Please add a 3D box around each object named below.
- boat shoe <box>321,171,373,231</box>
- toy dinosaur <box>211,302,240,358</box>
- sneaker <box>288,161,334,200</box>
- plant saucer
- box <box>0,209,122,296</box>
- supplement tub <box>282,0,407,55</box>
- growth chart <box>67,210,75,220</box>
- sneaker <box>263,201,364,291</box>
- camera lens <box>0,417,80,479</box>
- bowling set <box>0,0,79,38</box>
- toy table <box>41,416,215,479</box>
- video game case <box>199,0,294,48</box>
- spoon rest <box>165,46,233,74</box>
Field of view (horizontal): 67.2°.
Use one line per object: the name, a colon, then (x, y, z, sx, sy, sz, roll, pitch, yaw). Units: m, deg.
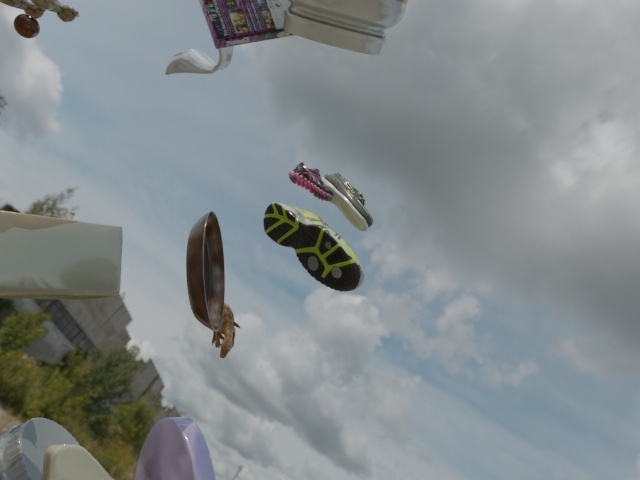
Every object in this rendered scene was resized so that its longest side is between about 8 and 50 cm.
boat shoe: (0.100, -0.145, 1.686, 0.305, 0.091, 0.109, 49, -19, 41)
toy dinosaur: (-0.193, 0.139, 0.941, 0.112, 0.064, 0.211, 96, -28, -46)
sneaker: (-0.012, -0.134, 1.074, 0.119, 0.057, 0.047, 34, -20, 13)
plant saucer: (-0.160, 0.043, 0.677, 0.029, 0.169, 0.168, -2, -36, -2)
box: (-0.492, 0.027, 0.756, 0.148, 0.121, 0.311, -12, -15, 43)
supplement tub: (0.060, -0.502, 0.822, 0.228, 0.228, 0.316, 26, -61, 20)
growth chart: (-0.831, 0.004, 1.529, 0.021, 0.172, 0.237, 25, -30, -25)
sneaker: (0.000, 0.000, 1.366, 0.384, 0.147, 0.145, 42, -60, 35)
camera lens: (-0.597, 0.491, 0.880, 0.219, 0.274, 0.219, 53, -7, 10)
bowling set: (-0.688, -0.584, 1.176, 0.286, 0.200, 0.154, 14, 7, 9)
toy table: (-0.228, 0.348, 0.531, 0.252, 0.274, 0.160, -29, -29, 37)
video game case: (-0.155, -0.532, 1.010, 0.232, 0.210, 0.042, 70, -20, 2)
spoon rest: (-0.330, -0.493, 1.328, 0.276, 0.137, 0.084, 2, -62, 48)
